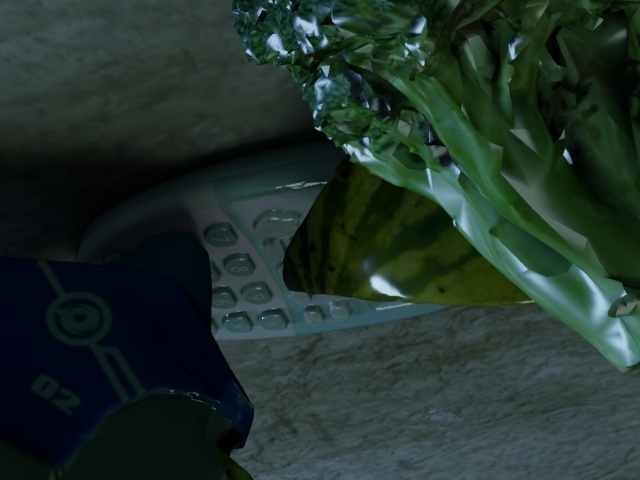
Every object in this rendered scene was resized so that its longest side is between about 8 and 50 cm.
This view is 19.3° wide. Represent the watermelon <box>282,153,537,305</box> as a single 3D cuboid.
[{"bbox_3d":[0.135,-0.052,0.981,0.303,0.128,0.159,-15,-170,-19],"label":"watermelon"}]

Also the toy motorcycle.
[{"bbox_3d":[-0.162,0.075,1.031,0.326,0.200,0.191,14,153,17],"label":"toy motorcycle"}]

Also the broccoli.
[{"bbox_3d":[0.118,-0.094,0.782,0.308,0.275,0.308,-26,173,-3],"label":"broccoli"}]

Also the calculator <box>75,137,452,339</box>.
[{"bbox_3d":[0.000,0.000,1.117,0.295,0.042,0.184,-11,149,11],"label":"calculator"}]
